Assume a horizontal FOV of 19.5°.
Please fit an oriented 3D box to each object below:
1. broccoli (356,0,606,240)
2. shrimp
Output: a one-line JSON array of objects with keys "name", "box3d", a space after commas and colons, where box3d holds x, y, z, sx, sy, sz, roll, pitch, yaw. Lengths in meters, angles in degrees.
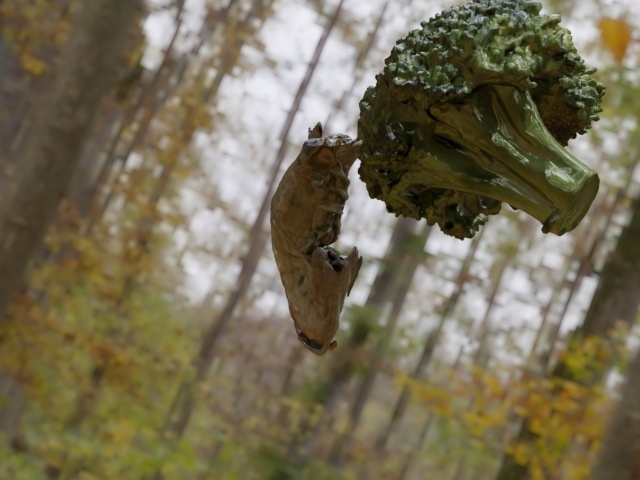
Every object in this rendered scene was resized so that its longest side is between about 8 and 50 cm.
[{"name": "broccoli", "box3d": [0.168, -0.126, 1.888, 0.260, 0.235, 0.288, 9, -12, 20]}, {"name": "shrimp", "box3d": [0.000, 0.000, 1.233, 0.048, 0.126, 0.223, -7, -23, -12]}]
